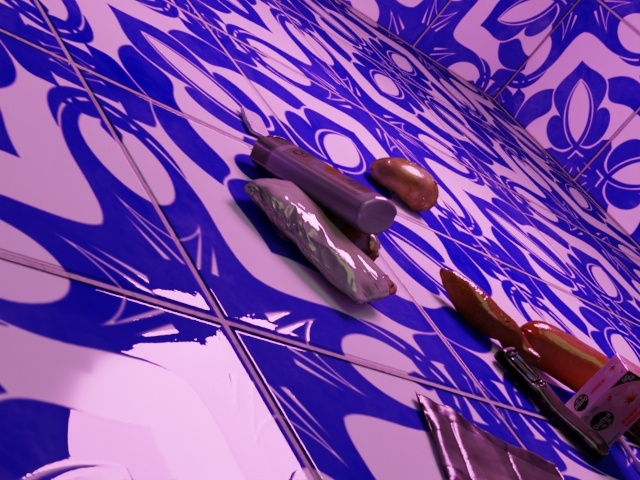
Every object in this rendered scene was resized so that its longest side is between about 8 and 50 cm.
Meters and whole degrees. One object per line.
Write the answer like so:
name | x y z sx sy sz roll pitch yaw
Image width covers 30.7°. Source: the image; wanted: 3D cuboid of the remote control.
remote control | 0.334 0.234 1.684 0.212 0.028 0.059 46 17 20

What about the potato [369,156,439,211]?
potato | 0.155 -0.107 2.092 0.138 0.070 0.091 34 17 -17

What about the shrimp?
shrimp | 0.059 -0.009 1.684 0.161 0.049 0.166 41 16 35

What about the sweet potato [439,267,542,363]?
sweet potato | 0.252 0.117 1.773 0.202 0.058 0.055 45 -26 2

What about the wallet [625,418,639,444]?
wallet | 0.528 0.289 1.933 0.195 0.042 0.161 40 17 2

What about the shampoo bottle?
shampoo bottle | 0.002 -0.080 1.629 0.227 0.055 0.086 33 15 38

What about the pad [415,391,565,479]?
pad | 0.216 0.271 1.355 0.233 0.022 0.174 32 19 -23

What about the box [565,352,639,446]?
box | 0.431 0.237 1.720 0.089 0.125 0.043 29 20 -28

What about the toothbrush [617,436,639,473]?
toothbrush | 0.448 0.283 1.820 0.024 0.018 0.257 28 21 -43

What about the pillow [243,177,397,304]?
pillow | 0.000 0.000 1.531 0.229 0.051 0.128 44 20 14

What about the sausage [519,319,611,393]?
sausage | 0.392 0.191 1.818 0.198 0.076 0.076 31 17 1

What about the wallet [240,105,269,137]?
wallet | -0.103 -0.183 1.840 0.044 0.011 0.083 29 20 -31
